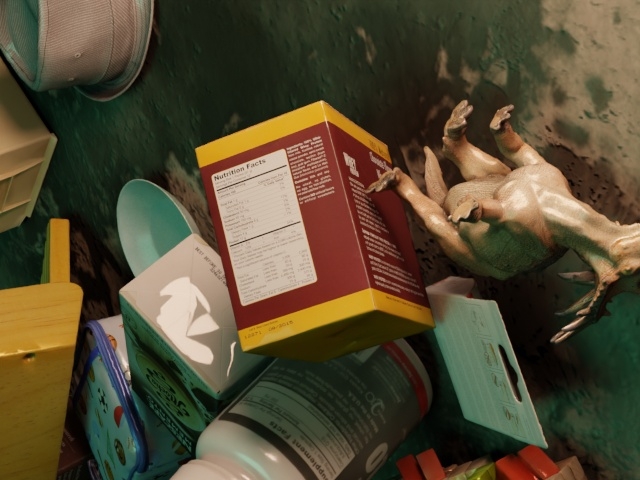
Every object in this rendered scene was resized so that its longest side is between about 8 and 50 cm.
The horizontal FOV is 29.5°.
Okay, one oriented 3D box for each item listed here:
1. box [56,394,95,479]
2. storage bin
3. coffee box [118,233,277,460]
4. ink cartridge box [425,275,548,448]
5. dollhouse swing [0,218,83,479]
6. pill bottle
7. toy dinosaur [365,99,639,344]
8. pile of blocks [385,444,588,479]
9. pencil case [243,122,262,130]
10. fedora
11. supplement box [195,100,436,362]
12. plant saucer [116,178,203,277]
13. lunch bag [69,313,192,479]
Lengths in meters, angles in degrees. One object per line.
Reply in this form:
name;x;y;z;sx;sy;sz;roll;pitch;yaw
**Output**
box;-0.505;0.387;1.917;0.143;0.381;0.191;50;141;24
storage bin;-0.541;-0.166;1.854;0.262;0.123;0.260;54;143;14
coffee box;-0.138;0.146;1.453;0.168;0.119;0.297;44;156;17
ink cartridge box;0.163;0.108;1.142;0.145;0.045;0.179;70;162;-7
dollhouse swing;-0.491;0.166;1.754;0.305;0.315;0.347;61;147;37
pill bottle;-0.025;0.213;1.260;0.161;0.283;0.161;30;144;24
toy dinosaur;0.168;-0.006;1.059;0.200;0.127;0.295;46;166;-24
pile of blocks;0.125;0.275;1.246;0.362;0.149;0.113;-29;87;55
pencil case;-0.046;-0.051;1.341;0.070;0.064;0.152;-5;111;16
fedora;-0.326;-0.285;1.506;0.244;0.124;0.275;57;144;10
supplement box;0.000;0.000;1.135;0.129;0.191;0.194;-19;76;18
plant saucer;-0.197;0.007;1.591;0.195;0.037;0.195;28;130;39
lunch bag;-0.277;0.236;1.732;0.243;0.115;0.303;64;152;16
